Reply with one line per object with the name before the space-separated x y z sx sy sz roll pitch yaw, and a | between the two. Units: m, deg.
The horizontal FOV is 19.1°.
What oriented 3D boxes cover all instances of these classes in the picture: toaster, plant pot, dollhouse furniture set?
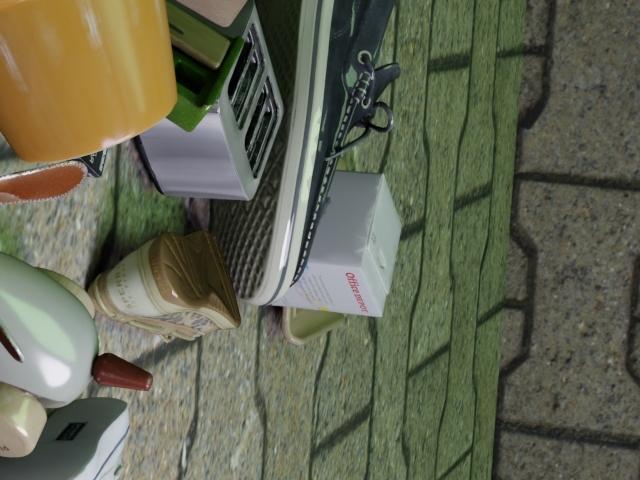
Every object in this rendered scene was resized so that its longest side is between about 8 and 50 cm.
toaster | -0.117 -0.141 1.883 0.168 0.110 0.185 74 28 -50
plant pot | -0.193 -0.166 1.383 0.205 0.205 0.188 -55 131 -58
dollhouse furniture set | -0.087 -0.278 1.606 0.197 0.151 0.301 -50 -167 44

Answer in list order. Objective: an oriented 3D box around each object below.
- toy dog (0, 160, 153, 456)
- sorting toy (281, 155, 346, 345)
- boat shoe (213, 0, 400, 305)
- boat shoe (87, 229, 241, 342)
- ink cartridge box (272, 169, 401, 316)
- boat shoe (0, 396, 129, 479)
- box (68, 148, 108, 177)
toy dog | -0.232 0.046 1.481 0.333 0.161 0.220 50 48 -67
sorting toy | 0.000 0.000 2.453 0.307 0.041 0.229 -21 111 -71
boat shoe | 0.002 -0.168 2.070 0.156 0.187 0.500 16 79 -28
boat shoe | -0.151 0.046 1.912 0.285 0.089 0.104 32 39 -74
ink cartridge box | -0.010 -0.001 2.169 0.128 0.176 0.127 67 34 -59
boat shoe | -0.227 0.217 1.674 0.258 0.095 0.084 -39 128 -65
box | -0.212 -0.107 1.740 0.067 0.018 0.083 53 46 -66
